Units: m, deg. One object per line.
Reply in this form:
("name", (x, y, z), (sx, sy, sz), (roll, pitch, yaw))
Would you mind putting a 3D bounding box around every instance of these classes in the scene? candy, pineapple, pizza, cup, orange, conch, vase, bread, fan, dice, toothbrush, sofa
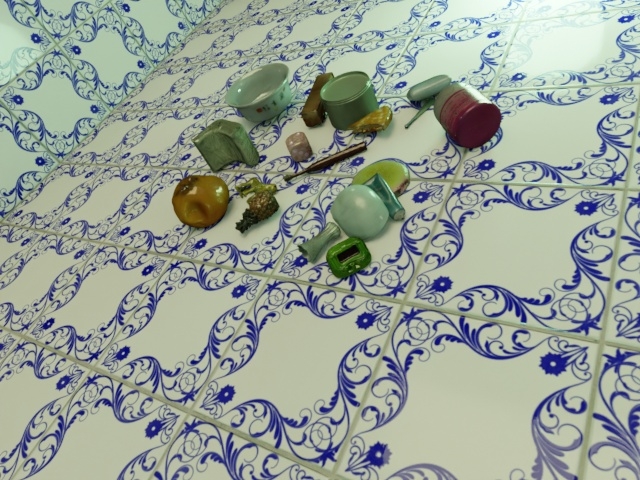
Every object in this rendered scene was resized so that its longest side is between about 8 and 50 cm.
("candy", (0.443, -0.622, 1.970), (0.174, 0.071, 0.138), (-23, 13, 7))
("pineapple", (-0.251, -0.105, 1.854), (0.197, 0.108, 0.108), (-43, 44, 0))
("pizza", (0.206, -0.477, 1.984), (0.198, 0.062, 0.188), (-12, 33, 26))
("cup", (-0.281, -0.708, 2.380), (0.347, 0.163, 0.347), (-14, 46, 15))
("orange", (-0.501, -0.182, 1.991), (0.249, 0.183, 0.249), (-14, 47, 16))
("conch", (0.123, -0.095, 1.626), (0.221, 0.121, 0.185), (25, 106, 48))
("vase", (0.000, 0.000, 1.635), (0.148, 0.081, 0.081), (-41, 44, -16))
("bread", (0.212, -0.214, 1.751), (0.228, 0.033, 0.228), (-14, 47, 15))
("fan", (0.402, -0.515, 1.944), (0.038, 0.016, 0.193), (27, 66, 40))
("dice", (-0.090, -0.396, 2.039), (0.091, 0.093, 0.094), (-25, 45, 5))
("toothbrush", (0.017, -0.315, 1.946), (0.364, 0.041, 0.041), (-22, 43, 8))
("sofa", (-0.416, -0.410, 2.142), (0.225, 0.210, 0.176), (25, 63, 40))

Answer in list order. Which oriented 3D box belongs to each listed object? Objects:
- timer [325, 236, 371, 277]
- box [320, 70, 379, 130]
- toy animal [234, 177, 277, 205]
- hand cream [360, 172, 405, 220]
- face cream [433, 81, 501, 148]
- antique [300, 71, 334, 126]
("timer", (0.089, 0.052, 1.557), (0.140, 0.047, 0.128), (-28, 44, 2))
("box", (0.126, -0.606, 2.079), (0.226, 0.149, 0.226), (-15, 44, 15))
("toy animal", (-0.272, -0.219, 1.998), (0.136, 0.073, 0.181), (-32, 30, -14))
("hand cream", (0.222, -0.146, 1.650), (0.083, 0.048, 0.224), (-37, 52, 3))
("face cream", (0.514, -0.446, 1.705), (0.175, 0.175, 0.195), (-27, 44, 3))
("antique", (-0.002, -0.648, 2.225), (0.087, 0.093, 0.310), (-3, 49, 26))
